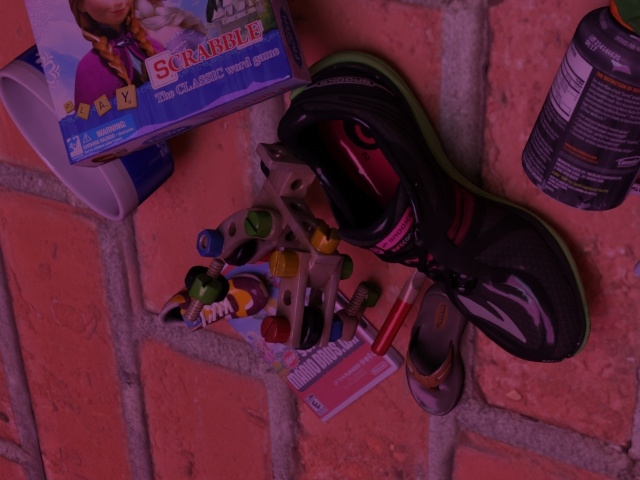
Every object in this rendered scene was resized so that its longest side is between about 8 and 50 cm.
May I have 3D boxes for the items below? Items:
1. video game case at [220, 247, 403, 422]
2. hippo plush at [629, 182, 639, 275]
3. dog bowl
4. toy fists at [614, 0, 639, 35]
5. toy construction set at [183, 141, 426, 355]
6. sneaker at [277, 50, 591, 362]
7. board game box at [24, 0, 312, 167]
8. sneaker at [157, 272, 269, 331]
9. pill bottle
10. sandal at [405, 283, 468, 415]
[{"bbox_3d":[-0.033,0.126,1.746,0.285,0.025,0.204,47,133,0],"label":"video game case"},{"bbox_3d":[0.428,-0.003,1.214,0.294,0.236,0.234,2,120,32],"label":"hippo plush"},{"bbox_3d":[-0.329,-0.159,1.632,0.265,0.104,0.265,40,160,18],"label":"dog bowl"},{"bbox_3d":[0.413,-0.216,1.103,0.279,0.096,0.142,22,165,-37],"label":"toy fists"},{"bbox_3d":[0.000,0.000,1.536,0.308,0.257,0.237,22,111,-17],"label":"toy construction set"},{"bbox_3d":[0.125,-0.012,1.431,0.483,0.202,0.185,44,133,2],"label":"sneaker"},{"bbox_3d":[-0.204,-0.289,1.424,0.318,0.066,0.318,-19,84,19],"label":"board game box"},{"bbox_3d":[-0.160,0.101,1.738,0.185,0.084,0.070,-14,110,39],"label":"sneaker"},{"bbox_3d":[0.318,-0.161,1.258,0.130,0.130,0.246,30,131,14],"label":"pill bottle"},{"bbox_3d":[0.159,0.158,1.614,0.090,0.060,0.219,23,128,20],"label":"sandal"}]
